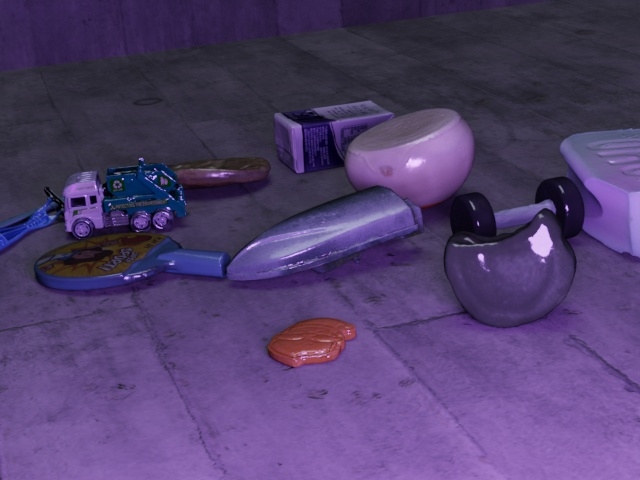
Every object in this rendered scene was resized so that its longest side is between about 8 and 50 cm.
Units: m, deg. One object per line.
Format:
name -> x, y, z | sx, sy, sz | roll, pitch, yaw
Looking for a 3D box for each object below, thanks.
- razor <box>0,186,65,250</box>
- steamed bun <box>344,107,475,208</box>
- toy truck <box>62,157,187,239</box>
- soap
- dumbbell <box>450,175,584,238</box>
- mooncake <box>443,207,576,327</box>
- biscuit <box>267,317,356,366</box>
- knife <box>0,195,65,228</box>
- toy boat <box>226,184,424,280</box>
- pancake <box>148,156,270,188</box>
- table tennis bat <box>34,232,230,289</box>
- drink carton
razor -> -0.528, -0.019, 2.083 | 0.082, 0.042, 0.253 | 41, 32, 4
steamed bun -> 0.162, -0.129, 2.074 | 0.231, 0.145, 0.232 | -17, 19, 6
toy truck -> -0.347, -0.080, 2.093 | 0.215, 0.116, 0.110 | -6, 20, -4
soap -> 0.512, -0.081, 1.907 | 0.208, 0.115, 0.347 | -4, 20, 2
dumbbell -> 0.306, -0.037, 1.852 | 0.191, 0.100, 0.100 | -11, 21, -16
mooncake -> 0.253, 0.027, 1.590 | 0.175, 0.169, 0.104 | 14, 21, 7
biscuit -> -0.012, 0.132, 1.569 | 0.102, 0.019, 0.130 | 6, 23, 29
knife -> -0.538, -0.053, 2.214 | 0.044, 0.019, 0.313 | 1, 19, 38
toy boat -> 0.000, 0.000, 1.843 | 0.319, 0.092, 0.141 | -20, 24, -19
pancake -> -0.214, -0.132, 2.321 | 0.241, 0.050, 0.242 | 0, 12, 0
table tennis bat -> -0.299, 0.033, 1.887 | 0.329, 0.044, 0.215 | 1, 19, 20
drink carton -> 0.031, -0.214, 2.413 | 0.222, 0.102, 0.134 | -11, 18, -16
